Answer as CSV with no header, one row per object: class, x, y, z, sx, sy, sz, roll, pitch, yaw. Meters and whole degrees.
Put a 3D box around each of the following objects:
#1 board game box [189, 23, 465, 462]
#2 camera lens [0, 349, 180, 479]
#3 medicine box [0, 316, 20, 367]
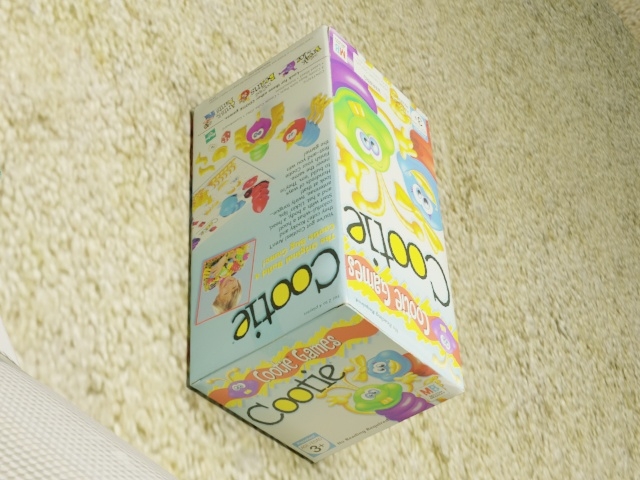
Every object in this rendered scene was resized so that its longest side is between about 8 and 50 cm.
board game box,0.000,0.000,1.085,0.142,0.144,0.275,38,35,-37
camera lens,-0.120,0.142,0.387,0.274,0.219,0.219,28,8,34
medicine box,-0.300,-0.019,0.583,0.263,0.149,0.289,-4,67,-60
